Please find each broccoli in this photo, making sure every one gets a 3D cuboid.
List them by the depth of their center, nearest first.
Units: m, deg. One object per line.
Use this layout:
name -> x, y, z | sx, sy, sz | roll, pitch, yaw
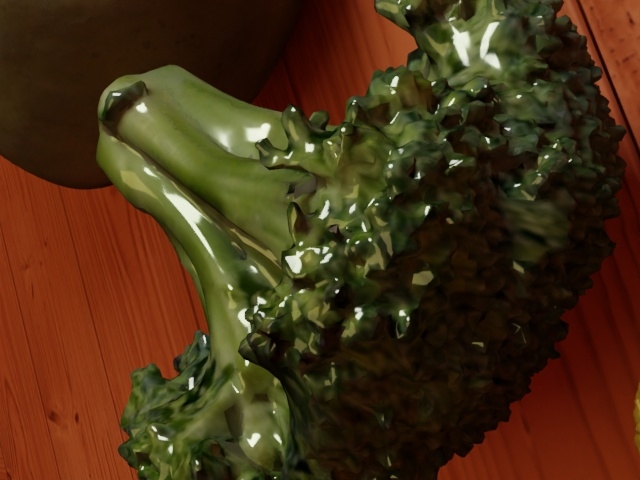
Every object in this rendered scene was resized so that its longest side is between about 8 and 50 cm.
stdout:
broccoli -> 0.013, 0.015, 0.475 | 0.260, 0.288, 0.235 | 25, 155, 51

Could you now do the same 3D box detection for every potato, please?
potato -> -0.134, -0.184, 0.632 | 0.221, 0.243, 0.326 | 52, 151, 36

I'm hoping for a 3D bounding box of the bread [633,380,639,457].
bread -> 0.191, 0.060, 0.330 | 0.134, 0.129, 0.260 | 42, 129, 51
